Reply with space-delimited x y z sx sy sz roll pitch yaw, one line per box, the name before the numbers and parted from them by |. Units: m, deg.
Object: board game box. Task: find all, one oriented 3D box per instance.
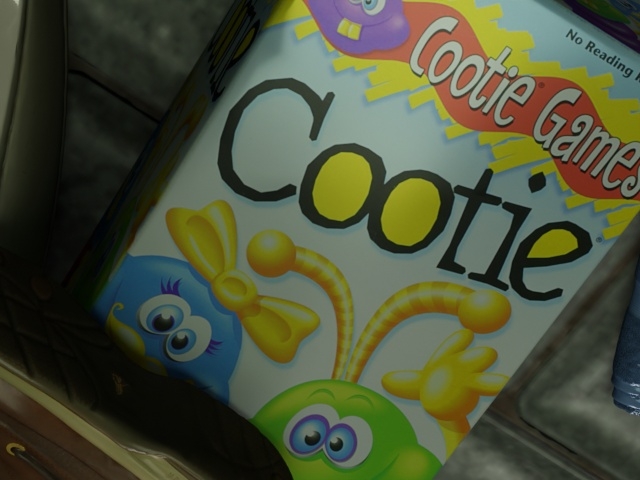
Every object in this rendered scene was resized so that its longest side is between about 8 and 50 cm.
board game box | 0.000 0.000 0.595 0.144 0.142 0.275 29 112 -11

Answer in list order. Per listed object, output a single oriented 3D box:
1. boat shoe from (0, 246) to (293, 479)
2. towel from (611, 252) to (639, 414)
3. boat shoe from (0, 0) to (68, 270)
boat shoe | -0.092 0.057 0.511 0.178 0.064 0.060 37 109 -14
towel | 0.165 0.021 0.663 0.067 0.029 0.119 8 115 -3
boat shoe | -0.145 -0.091 0.575 0.096 0.116 0.324 7 110 -1
